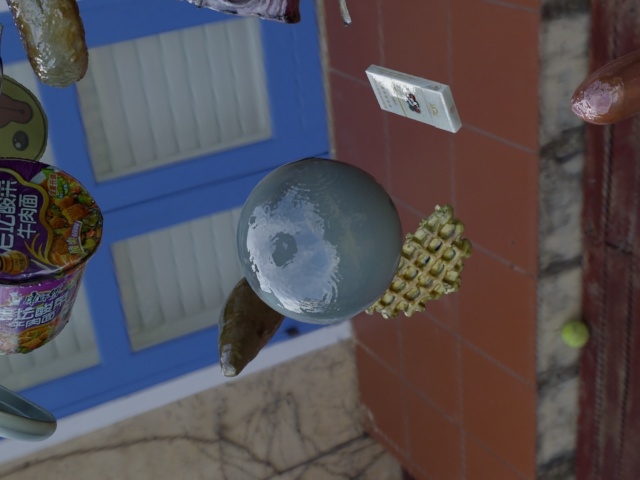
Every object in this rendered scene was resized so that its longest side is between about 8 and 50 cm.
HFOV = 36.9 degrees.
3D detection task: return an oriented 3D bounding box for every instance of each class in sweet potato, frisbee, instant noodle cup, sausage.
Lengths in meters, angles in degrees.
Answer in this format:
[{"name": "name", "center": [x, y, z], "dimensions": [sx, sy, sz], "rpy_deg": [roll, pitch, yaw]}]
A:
[{"name": "sweet potato", "center": [-0.083, 0.087, 1.098], "dimensions": [0.244, 0.077, 0.077], "rpy_deg": [-48, -52, -67]}, {"name": "frisbee", "center": [-0.178, 0.071, 0.456], "dimensions": [0.110, 0.110, 0.014], "rpy_deg": [4, 69, 67]}, {"name": "instant noodle cup", "center": [-0.450, 0.032, 1.390], "dimensions": [0.251, 0.251, 0.190], "rpy_deg": [57, 144, 33]}, {"name": "sausage", "center": [0.379, -0.189, 1.134], "dimensions": [0.077, 0.194, 0.077], "rpy_deg": [48, 153, 36]}]

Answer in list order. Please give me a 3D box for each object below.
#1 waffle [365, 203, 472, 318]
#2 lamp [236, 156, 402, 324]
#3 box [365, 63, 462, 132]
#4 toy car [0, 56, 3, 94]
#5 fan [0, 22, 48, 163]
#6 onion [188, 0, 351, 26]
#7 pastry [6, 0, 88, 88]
[{"name": "waffle", "center": [0.138, 0.039, 1.451], "dimensions": [0.046, 0.192, 0.161], "rpy_deg": [-106, -4, -60]}, {"name": "lamp", "center": [0.000, 0.000, 0.589], "dimensions": [0.105, 0.105, 0.105], "rpy_deg": [49, 149, 45]}, {"name": "box", "center": [0.154, -0.236, 1.591], "dimensions": [0.167, 0.024, 0.090], "rpy_deg": [25, 155, 40]}, {"name": "toy car", "center": [-0.555, -0.220, 1.330], "dimensions": [0.235, 0.158, 0.172], "rpy_deg": [14, 89, 34]}, {"name": "fan", "center": [-0.634, -0.264, 1.839], "dimensions": [0.011, 0.229, 0.335], "rpy_deg": [-25, 62, 59]}, {"name": "onion", "center": [-0.116, -0.474, 1.528], "dimensions": [0.256, 0.272, 0.230], "rpy_deg": [-137, 46, -57]}, {"name": "pastry", "center": [-0.393, -0.319, 1.381], "dimensions": [0.192, 0.093, 0.182], "rpy_deg": [-128, 24, -46]}]
